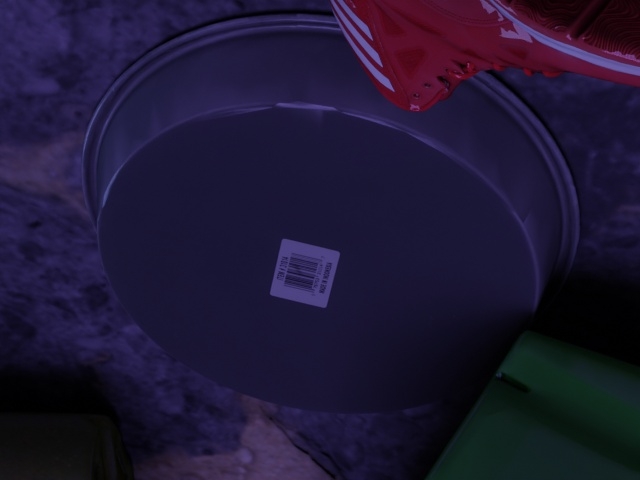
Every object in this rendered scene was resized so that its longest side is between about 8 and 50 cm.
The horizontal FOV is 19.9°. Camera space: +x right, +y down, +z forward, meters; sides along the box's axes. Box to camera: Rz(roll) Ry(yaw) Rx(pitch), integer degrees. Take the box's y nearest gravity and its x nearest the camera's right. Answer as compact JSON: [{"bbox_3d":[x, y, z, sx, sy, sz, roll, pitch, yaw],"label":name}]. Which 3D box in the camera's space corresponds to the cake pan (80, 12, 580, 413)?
[{"bbox_3d":[0.000,0.000,1.048,0.293,0.054,0.293,7,136,6],"label":"cake pan"}]

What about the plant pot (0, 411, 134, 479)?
[{"bbox_3d":[-0.253,0.217,1.201,0.254,0.276,0.276,-6,134,3],"label":"plant pot"}]

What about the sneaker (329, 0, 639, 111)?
[{"bbox_3d":[0.092,-0.107,0.876,0.221,0.087,0.128,32,156,27],"label":"sneaker"}]

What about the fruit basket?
[{"bbox_3d":[0.205,0.253,1.080,0.392,0.283,0.392,28,150,18],"label":"fruit basket"}]
